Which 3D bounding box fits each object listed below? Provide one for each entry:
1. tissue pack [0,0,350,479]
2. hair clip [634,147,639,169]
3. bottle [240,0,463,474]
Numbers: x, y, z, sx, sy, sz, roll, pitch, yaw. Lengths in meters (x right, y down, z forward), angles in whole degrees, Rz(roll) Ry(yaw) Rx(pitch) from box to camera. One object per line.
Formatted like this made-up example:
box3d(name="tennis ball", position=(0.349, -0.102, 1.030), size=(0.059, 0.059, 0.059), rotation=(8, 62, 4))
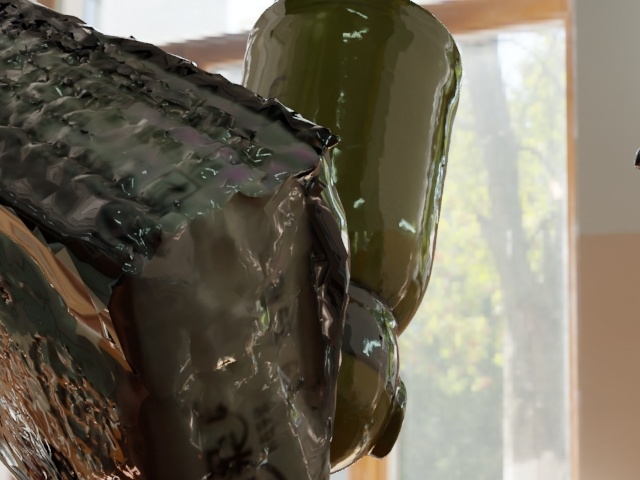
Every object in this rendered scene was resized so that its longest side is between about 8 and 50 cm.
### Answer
box3d(name="tissue pack", position=(-0.116, 0.021, 0.583), size=(0.123, 0.245, 0.332), rotation=(-31, 41, -29))
box3d(name="hair clip", position=(0.396, -0.164, 1.309), size=(0.056, 0.187, 0.146), rotation=(28, -21, 9))
box3d(name="bottle", position=(0.000, 0.000, 0.913), size=(0.171, 0.351, 0.171), rotation=(8, -32, 5))
